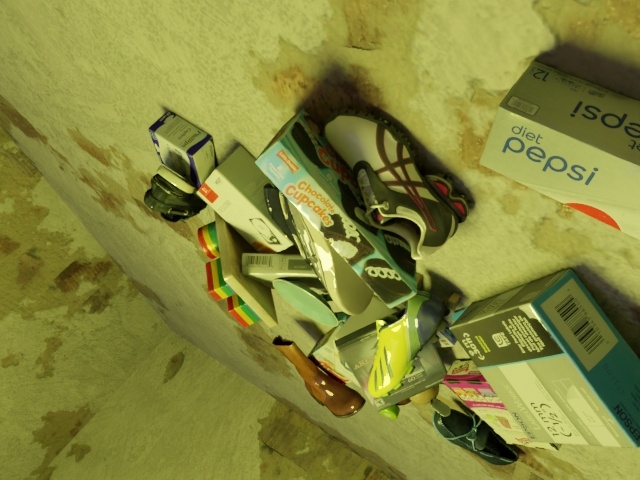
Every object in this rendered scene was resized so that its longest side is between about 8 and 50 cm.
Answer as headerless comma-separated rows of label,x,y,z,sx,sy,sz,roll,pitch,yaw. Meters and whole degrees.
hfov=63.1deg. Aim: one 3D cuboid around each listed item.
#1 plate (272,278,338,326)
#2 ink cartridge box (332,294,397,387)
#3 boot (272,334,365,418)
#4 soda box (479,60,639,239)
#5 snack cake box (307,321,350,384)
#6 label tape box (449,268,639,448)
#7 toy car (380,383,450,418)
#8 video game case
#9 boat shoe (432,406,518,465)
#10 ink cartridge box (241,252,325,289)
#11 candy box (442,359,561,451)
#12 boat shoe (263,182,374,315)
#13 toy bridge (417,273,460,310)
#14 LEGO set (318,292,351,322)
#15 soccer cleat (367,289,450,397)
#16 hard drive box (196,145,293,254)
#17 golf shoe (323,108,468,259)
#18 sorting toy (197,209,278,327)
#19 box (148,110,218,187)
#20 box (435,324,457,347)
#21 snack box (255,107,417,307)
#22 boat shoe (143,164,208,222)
plate,-0.032,0.144,1.251,0.188,0.024,0.188,30,159,13
ink cartridge box,0.113,0.253,1.303,0.093,0.154,0.212,31,154,21
boot,-0.006,0.411,1.633,0.280,0.096,0.264,57,159,-19
soda box,0.326,-0.078,0.554,0.286,0.091,0.098,31,154,19
snack cake box,0.065,0.357,1.612,0.152,0.089,0.264,37,155,1
label tape box,0.358,0.218,0.903,0.249,0.115,0.347,55,154,6
toy car,0.256,0.384,1.349,0.188,0.155,0.149,8,142,28
video game case,0.170,0.274,1.183,0.274,0.196,0.026,61,-175,-38
boat shoe,0.424,0.518,1.406,0.258,0.109,0.089,28,150,-15
ink cartridge box,-0.068,0.081,1.293,0.189,0.066,0.232,0,170,13
candy box,0.415,0.367,1.178,0.233,0.071,0.159,45,154,-9
boat shoe,0.000,0.000,1.095,0.158,0.127,0.340,17,135,47
toy bridge,0.197,0.095,1.082,0.188,0.026,0.063,27,152,26
LEGO set,0.054,0.169,1.336,0.227,0.093,0.087,156,109,-67
soccer cleat,0.156,0.212,1.083,0.121,0.093,0.289,29,122,4
hard drive box,-0.153,-0.080,1.199,0.232,0.089,0.181,45,154,-9
golf shoe,0.101,-0.092,0.806,0.273,0.120,0.105,40,156,2
sorting toy,-0.219,0.071,1.329,0.257,0.089,0.255,58,-169,-49
box,-0.320,-0.212,1.229,0.137,0.072,0.126,32,154,15
box,0.253,0.210,1.194,0.081,0.028,0.136,43,156,-6
snack box,0.042,-0.059,0.867,0.060,0.187,0.322,-36,107,25
boat shoe,-0.365,-0.100,1.318,0.127,0.113,0.340,35,176,-6
